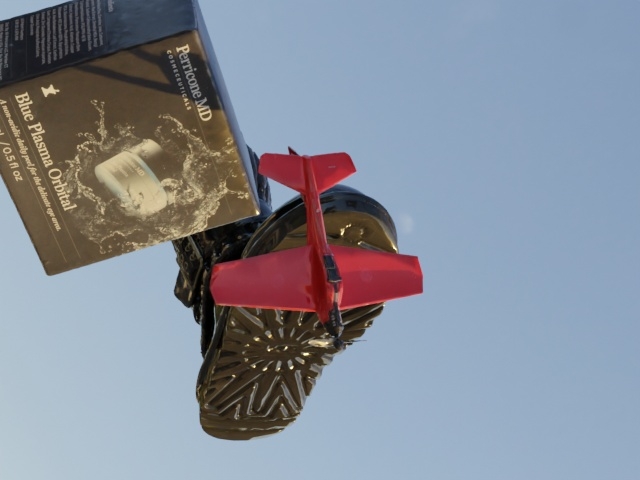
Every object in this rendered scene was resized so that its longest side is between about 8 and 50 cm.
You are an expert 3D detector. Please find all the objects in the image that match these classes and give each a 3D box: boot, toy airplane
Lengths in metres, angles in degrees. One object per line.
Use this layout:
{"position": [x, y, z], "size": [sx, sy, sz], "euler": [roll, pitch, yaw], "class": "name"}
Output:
{"position": [-0.052, -0.005, 1.440], "size": [0.348, 0.131, 0.260], "euler": [125, -34, -45], "class": "boot"}
{"position": [0.000, 0.000, 1.002], "size": [0.151, 0.151, 0.028], "euler": [56, -31, 11], "class": "toy airplane"}

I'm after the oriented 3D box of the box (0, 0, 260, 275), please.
{"position": [-0.139, -0.079, 1.053], "size": [0.093, 0.158, 0.156], "euler": [-105, 178, -53], "class": "box"}
